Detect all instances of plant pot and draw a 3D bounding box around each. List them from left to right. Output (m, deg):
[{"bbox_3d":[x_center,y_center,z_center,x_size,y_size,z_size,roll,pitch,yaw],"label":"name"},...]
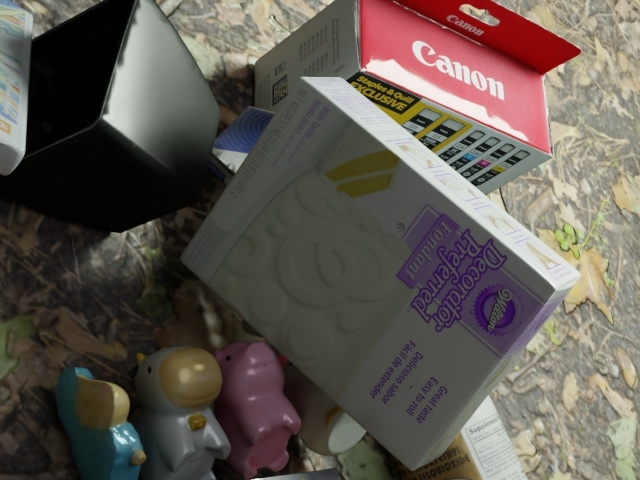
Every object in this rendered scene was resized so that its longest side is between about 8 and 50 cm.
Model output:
[{"bbox_3d":[-0.209,-0.115,1.414,0.167,0.188,0.187,38,46,-35],"label":"plant pot"}]

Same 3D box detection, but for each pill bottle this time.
[{"bbox_3d":[0.145,0.231,1.566,0.131,0.131,0.229,-17,80,-45],"label":"pill bottle"}]

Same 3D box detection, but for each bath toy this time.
[{"bbox_3d":[-0.093,0.163,1.405,0.348,0.151,0.129,-4,36,-43],"label":"bath toy"}]

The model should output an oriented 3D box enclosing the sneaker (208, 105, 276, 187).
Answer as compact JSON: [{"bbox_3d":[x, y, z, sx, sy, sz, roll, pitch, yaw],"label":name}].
[{"bbox_3d":[0.001,0.001,1.572,0.315,0.182,0.127,31,48,15],"label":"sneaker"}]

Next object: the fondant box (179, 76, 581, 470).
[{"bbox_3d":[0.053,0.027,1.384,0.330,0.238,0.096,40,20,16],"label":"fondant box"}]

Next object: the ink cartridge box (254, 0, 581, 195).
[{"bbox_3d":[0.121,-0.172,1.660,0.309,0.272,0.130,19,56,-33],"label":"ink cartridge box"}]

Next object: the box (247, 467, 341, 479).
[{"bbox_3d":[-0.118,0.269,1.278,0.231,0.183,0.056,0,68,-41],"label":"box"}]

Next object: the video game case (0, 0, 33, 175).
[{"bbox_3d":[-0.403,-0.218,1.282,0.300,0.036,0.329,32,20,-25],"label":"video game case"}]
